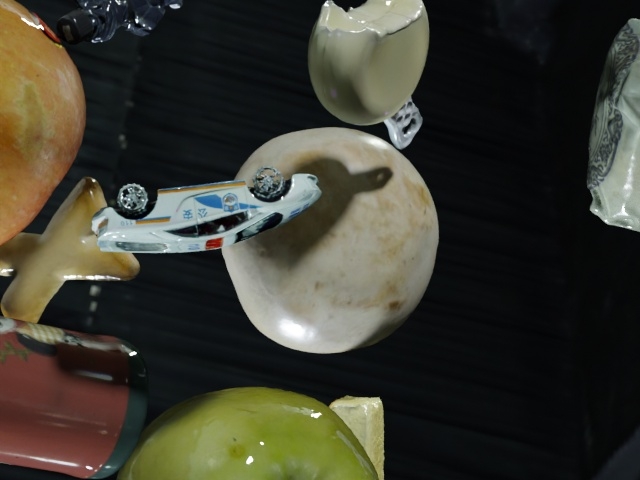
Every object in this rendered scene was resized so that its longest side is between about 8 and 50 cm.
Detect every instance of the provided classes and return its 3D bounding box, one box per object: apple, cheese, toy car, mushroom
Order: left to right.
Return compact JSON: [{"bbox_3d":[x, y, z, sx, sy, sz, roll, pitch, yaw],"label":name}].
[{"bbox_3d":[-0.458,-0.160,1.435,0.339,0.305,0.338,-21,-132,25],"label":"apple"},{"bbox_3d":[-0.098,-0.023,1.081,0.095,0.205,0.056,118,-36,-76],"label":"toy car"},{"bbox_3d":[-0.073,0.293,1.288,0.254,0.292,0.291,-36,-141,53],"label":"apple"},{"bbox_3d":[0.000,0.000,1.624,0.290,0.298,0.297,-179,-76,-69],"label":"mushroom"},{"bbox_3d":[0.058,-0.169,1.363,0.163,0.071,0.248,-45,147,-30],"label":"cheese"}]

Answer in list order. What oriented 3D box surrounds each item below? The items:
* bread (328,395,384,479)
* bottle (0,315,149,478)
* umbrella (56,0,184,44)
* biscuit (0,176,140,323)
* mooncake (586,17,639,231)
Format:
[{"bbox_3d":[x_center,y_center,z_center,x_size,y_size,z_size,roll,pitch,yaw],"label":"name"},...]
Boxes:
[{"bbox_3d":[0.043,0.303,1.629,0.125,0.068,0.188,17,72,-77],"label":"bread"},{"bbox_3d":[-0.337,0.134,1.150,0.144,0.336,0.143,-25,-122,47],"label":"bottle"},{"bbox_3d":[-0.246,-0.283,1.524,0.224,0.080,0.071,-45,157,-54],"label":"umbrella"},{"bbox_3d":[-0.376,0.022,1.735,0.164,0.208,0.047,63,7,4],"label":"biscuit"},{"bbox_3d":[0.463,-0.171,1.791,0.254,0.136,0.250,-64,162,-45],"label":"mooncake"}]
